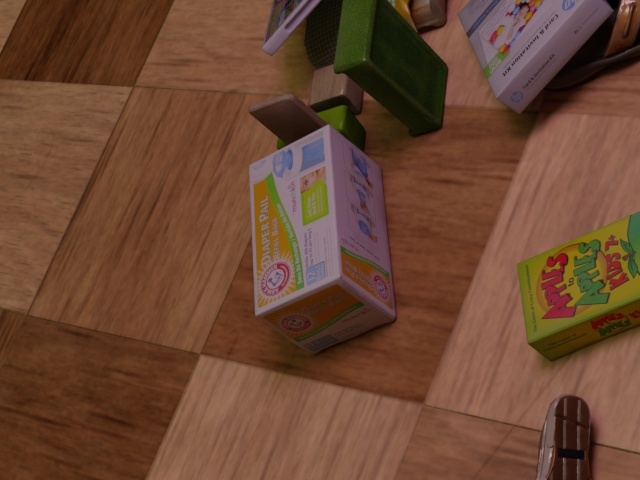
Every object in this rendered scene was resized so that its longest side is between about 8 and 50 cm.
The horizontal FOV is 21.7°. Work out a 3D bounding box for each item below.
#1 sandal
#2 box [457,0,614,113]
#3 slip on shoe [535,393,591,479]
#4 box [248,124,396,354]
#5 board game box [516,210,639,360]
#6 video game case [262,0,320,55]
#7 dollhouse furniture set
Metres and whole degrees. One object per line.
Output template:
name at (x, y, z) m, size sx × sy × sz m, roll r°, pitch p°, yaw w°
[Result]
sandal at (0.299, -0.227, 1.683) m, size 0.219 × 0.060 × 0.090 m, roll -25°, pitch 49°, yaw 28°
box at (0.219, -0.236, 1.732) m, size 0.145 × 0.038 × 0.186 m, roll -48°, pitch 30°, yaw 23°
slip on shoe at (0.213, 0.206, 1.491) m, size 0.041 × 0.051 × 0.135 m, roll 124°, pitch 153°, yaw -68°
box at (0.000, 0.000, 1.765) m, size 0.114 × 0.103 × 0.203 m, roll -26°, pitch 49°, yaw 26°
board game box at (0.274, 0.034, 1.545) m, size 0.181 × 0.043 × 0.092 m, roll -25°, pitch 50°, yaw 27°
video game case at (-0.011, -0.295, 1.917) m, size 0.143 × 0.019 × 0.157 m, roll -46°, pitch 17°, yaw 25°
dollhouse furniture set at (0.029, -0.261, 1.876) m, size 0.197 × 0.151 × 0.302 m, roll -14°, pitch 55°, yaw 35°
